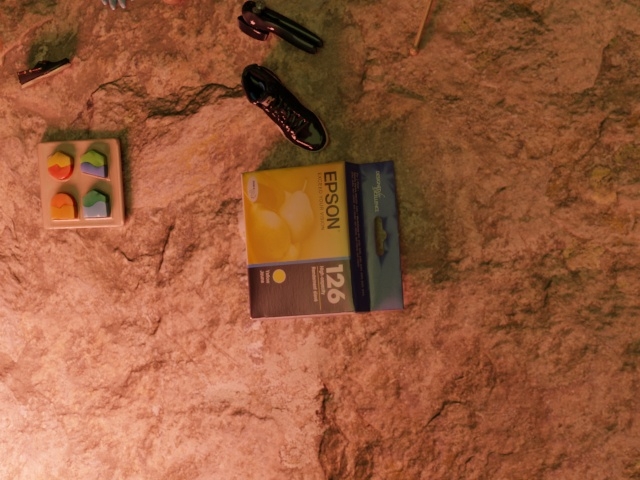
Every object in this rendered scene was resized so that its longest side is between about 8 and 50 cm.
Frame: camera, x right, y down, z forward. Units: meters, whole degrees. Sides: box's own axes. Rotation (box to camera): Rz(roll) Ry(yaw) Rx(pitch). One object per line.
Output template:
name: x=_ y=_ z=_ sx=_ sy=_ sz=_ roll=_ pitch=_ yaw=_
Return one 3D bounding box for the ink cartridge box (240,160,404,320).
ink cartridge box: x=0.000 y=0.000 z=1.807 sx=0.307 sy=0.072 sz=0.303 roll=-6 pitch=84 yaw=19

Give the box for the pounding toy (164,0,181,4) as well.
pounding toy: x=-0.317 y=-0.564 z=1.761 sx=0.183 sy=0.110 sz=0.237 roll=37 pitch=141 yaw=-7

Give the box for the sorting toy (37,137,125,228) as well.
sorting toy: x=-0.525 y=-0.122 z=1.978 sx=0.208 sy=0.038 sz=0.193 roll=-1 pitch=95 yaw=16

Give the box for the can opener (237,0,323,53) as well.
can opener: x=-0.079 y=-0.427 z=1.821 sx=0.186 sy=0.073 sz=0.059 roll=24 pitch=62 yaw=9

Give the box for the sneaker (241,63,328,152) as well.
sneaker: x=-0.081 y=-0.256 z=1.796 sx=0.079 sy=0.121 sz=0.217 roll=-45 pitch=83 yaw=16

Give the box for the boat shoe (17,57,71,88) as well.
boat shoe: x=-0.600 y=-0.370 z=1.969 sx=0.133 sy=0.049 sz=0.042 roll=-17 pitch=99 yaw=21

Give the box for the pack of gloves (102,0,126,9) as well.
pack of gloves: x=-0.403 y=-0.609 z=1.892 sx=0.195 sy=0.046 sz=0.232 roll=-15 pitch=91 yaw=18

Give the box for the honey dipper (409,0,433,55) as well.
honey dipper: x=0.205 y=-0.434 z=1.747 sx=0.030 sy=0.030 sz=0.160 roll=19 pitch=103 yaw=13
